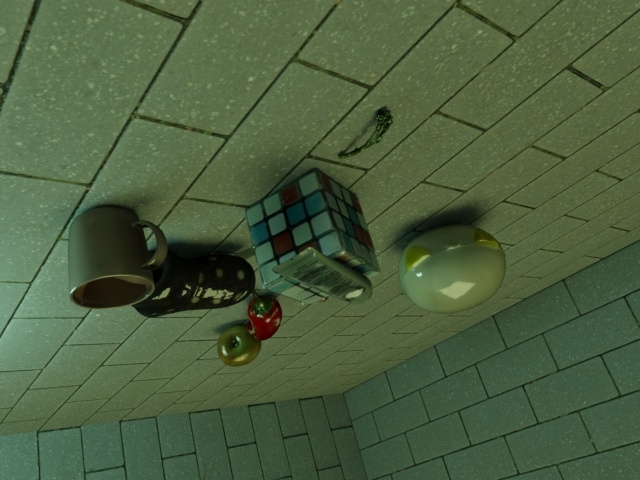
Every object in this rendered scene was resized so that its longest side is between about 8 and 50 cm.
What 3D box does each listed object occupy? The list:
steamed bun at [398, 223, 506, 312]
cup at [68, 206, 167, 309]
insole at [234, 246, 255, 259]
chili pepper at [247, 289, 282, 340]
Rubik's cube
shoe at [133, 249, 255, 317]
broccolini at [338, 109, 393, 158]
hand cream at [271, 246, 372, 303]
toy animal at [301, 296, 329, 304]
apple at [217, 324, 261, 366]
[{"bbox_3d":[0.461,0.098,1.978,0.373,0.334,0.334,-16,155,0],"label":"steamed bun"},{"bbox_3d":[-0.489,0.027,1.365,0.252,0.201,0.191,-23,154,15],"label":"cup"},{"bbox_3d":[-0.175,0.020,1.778,0.231,0.003,0.080,-21,155,9],"label":"insole"},{"bbox_3d":[-0.210,0.276,2.135,0.134,0.131,0.338,-20,155,-17],"label":"chili pepper"},{"bbox_3d":[-0.019,0.001,1.545,0.256,0.253,0.259,-27,152,21],"label":"Rubik's cube"},{"bbox_3d":[-0.393,0.112,1.635,0.383,0.171,0.237,-9,159,2],"label":"shoe"},{"bbox_3d":[0.108,-0.243,1.363,0.054,0.052,0.194,12,143,-40],"label":"broccolini"},{"bbox_3d":[0.029,0.092,1.406,0.124,0.078,0.340,-29,145,26],"label":"hand cream"},{"bbox_3d":[-0.016,0.205,2.166,0.089,0.084,0.150,18,-168,39],"label":"toy animal"},{"bbox_3d":[-0.337,0.438,2.338,0.182,0.183,0.155,-17,163,1],"label":"apple"}]
